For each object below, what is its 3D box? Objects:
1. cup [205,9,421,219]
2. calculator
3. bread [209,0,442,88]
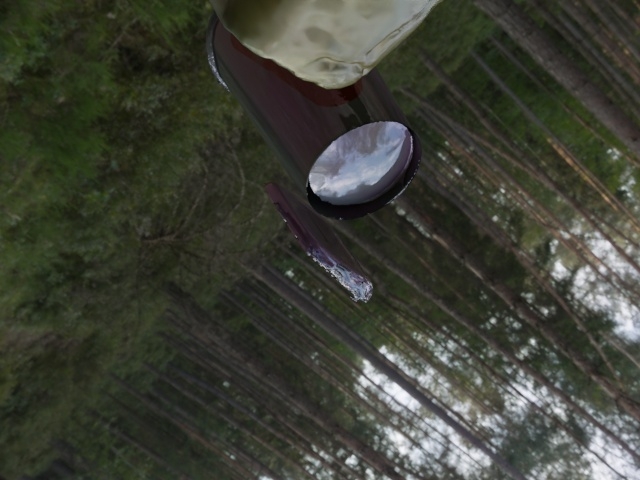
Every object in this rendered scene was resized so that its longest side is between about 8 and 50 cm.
[{"bbox_3d":[-0.004,-0.171,0.707,0.203,0.203,0.288,-44,-130,21],"label":"cup"},{"bbox_3d":[0.001,-0.001,1.012,0.043,0.294,0.194,-38,-124,7],"label":"calculator"},{"bbox_3d":[0.072,-0.301,0.365,0.341,0.210,0.300,-40,-126,39],"label":"bread"}]
